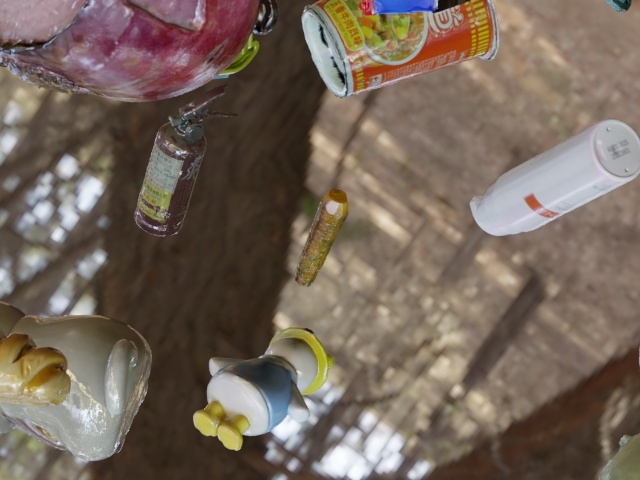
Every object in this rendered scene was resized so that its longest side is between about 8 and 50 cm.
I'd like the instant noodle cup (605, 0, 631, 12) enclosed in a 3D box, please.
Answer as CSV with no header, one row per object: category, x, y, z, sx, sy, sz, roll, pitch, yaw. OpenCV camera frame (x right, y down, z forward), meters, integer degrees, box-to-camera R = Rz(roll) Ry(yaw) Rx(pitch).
instant noodle cup,0.365,-0.395,2.065,0.157,0.070,0.179,41,-144,-23

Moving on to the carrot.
carrot,0.000,0.000,2.160,0.042,0.170,0.042,13,-138,-12

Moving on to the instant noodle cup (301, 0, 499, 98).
instant noodle cup,0.098,-0.284,2.120,0.193,0.212,0.193,60,166,26

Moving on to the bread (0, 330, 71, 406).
bread,-0.377,0.147,1.896,0.177,0.084,0.119,11,166,8

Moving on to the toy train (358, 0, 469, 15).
toy train,0.120,-0.297,1.740,0.131,0.082,0.204,3,-161,35

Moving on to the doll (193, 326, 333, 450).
doll,-0.065,0.183,2.090,0.135,0.098,0.241,-8,-167,35

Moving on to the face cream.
face cream,0.343,-0.083,2.418,0.102,0.102,0.345,33,153,-13

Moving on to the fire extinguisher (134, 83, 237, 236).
fire extinguisher,-0.199,-0.127,2.363,0.075,0.252,0.106,38,-140,22

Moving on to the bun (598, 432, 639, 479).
bun,0.363,0.318,1.551,0.283,0.179,0.283,13,-129,-16

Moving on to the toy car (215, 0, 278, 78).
toy car,-0.159,-0.334,2.049,0.142,0.247,0.200,17,-165,36

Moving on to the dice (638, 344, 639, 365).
dice,0.584,0.189,2.341,0.182,0.183,0.181,-17,-168,-30

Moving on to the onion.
onion,-0.157,-0.221,1.306,0.230,0.272,0.256,22,-158,-52

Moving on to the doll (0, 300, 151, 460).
doll,-0.417,0.201,2.409,0.370,0.215,0.226,5,144,18
